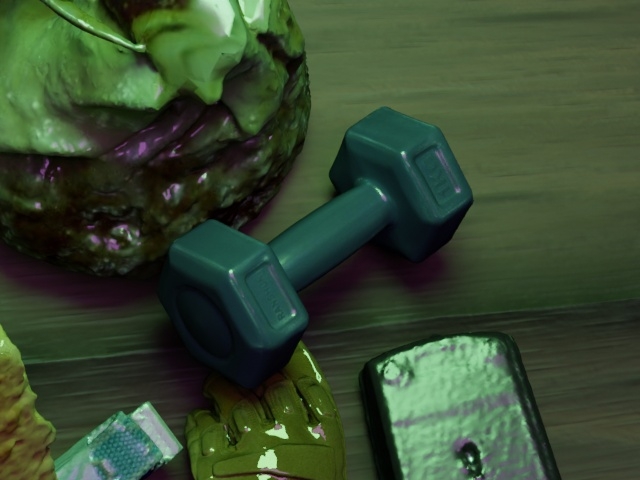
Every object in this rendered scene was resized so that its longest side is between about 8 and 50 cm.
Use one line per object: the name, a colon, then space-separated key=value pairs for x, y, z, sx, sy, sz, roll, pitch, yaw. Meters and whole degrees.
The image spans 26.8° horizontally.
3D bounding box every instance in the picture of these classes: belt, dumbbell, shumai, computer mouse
belt: x=-0.259 y=0.258 z=1.218 sx=0.302 sy=0.087 sz=0.072 roll=-37 pitch=84 yaw=-21
dumbbell: x=0.000 y=0.000 z=1.298 sx=0.316 sy=0.156 sz=0.143 roll=-35 pitch=73 yaw=-32
shumai: x=-0.156 y=-0.169 z=1.229 sx=0.395 sy=0.348 sz=0.395 roll=5 pitch=75 yaw=-19
computer mouse: x=0.143 y=0.224 z=1.328 sx=0.170 sy=0.100 sz=0.269 roll=-9 pitch=67 yaw=-9

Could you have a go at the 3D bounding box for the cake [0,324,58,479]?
cake: x=-0.387 y=0.126 z=1.129 sx=0.227 sy=0.222 sz=0.286 roll=-29 pitch=50 yaw=-24

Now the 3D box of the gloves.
gloves: x=-0.052 y=0.239 z=1.252 sx=0.154 sy=0.141 sz=0.331 roll=9 pitch=73 yaw=-12
